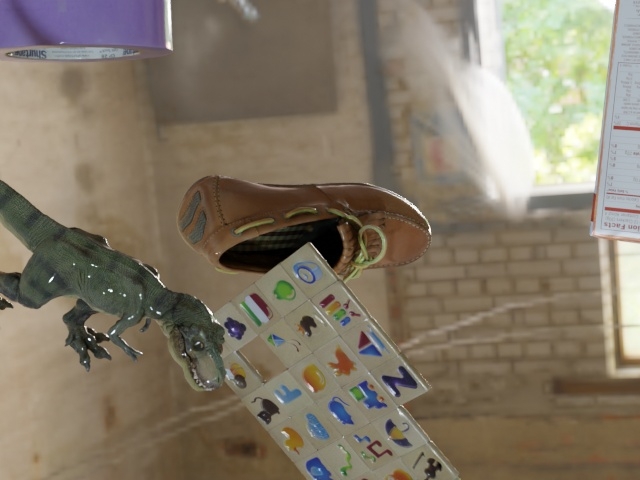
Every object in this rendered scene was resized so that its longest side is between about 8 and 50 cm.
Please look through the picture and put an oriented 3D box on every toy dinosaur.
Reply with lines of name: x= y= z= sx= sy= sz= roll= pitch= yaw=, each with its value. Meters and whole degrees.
toy dinosaur: x=-0.180 y=0.028 z=0.811 sx=0.268 sy=0.118 sz=0.064 roll=33 pitch=-140 yaw=1

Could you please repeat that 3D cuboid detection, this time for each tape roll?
tape roll: x=-0.235 y=-0.215 z=1.115 sx=0.189 sy=0.080 sz=0.189 roll=-2 pitch=-177 yaw=0

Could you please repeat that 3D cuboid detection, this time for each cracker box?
cracker box: x=0.271 y=-0.115 z=0.924 sx=0.067 sy=0.232 sz=0.156 roll=8 pitch=-174 yaw=25

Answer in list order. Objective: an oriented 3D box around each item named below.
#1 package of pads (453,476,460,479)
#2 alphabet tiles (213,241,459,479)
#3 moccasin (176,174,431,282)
package of pads: x=0.122 y=0.403 z=1.321 sx=0.101 sy=0.229 sz=0.296 roll=-37 pitch=179 yaw=-36
alphabet tiles: x=0.008 y=0.134 z=1.037 sx=0.198 sy=0.237 sz=0.009 roll=-37 pitch=-175 yaw=44
moccasin: x=0.002 y=-0.002 z=1.524 sx=0.380 sy=0.139 sz=0.147 roll=10 pitch=-144 yaw=-44
